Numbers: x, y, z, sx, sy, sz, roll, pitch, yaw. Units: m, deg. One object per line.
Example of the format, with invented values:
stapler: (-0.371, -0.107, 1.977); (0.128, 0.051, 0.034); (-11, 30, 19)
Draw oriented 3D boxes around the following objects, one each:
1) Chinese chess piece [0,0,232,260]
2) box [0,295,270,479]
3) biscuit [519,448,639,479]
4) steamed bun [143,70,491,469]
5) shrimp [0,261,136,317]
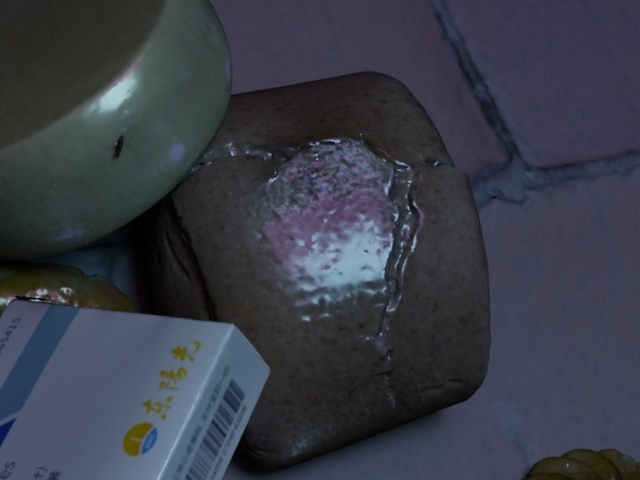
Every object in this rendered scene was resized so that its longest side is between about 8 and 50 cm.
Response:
Chinese chess piece: (-0.195, -0.106, 1.057); (0.273, 0.102, 0.273); (-19, 40, 16)
box: (-0.184, 0.196, 0.856); (0.200, 0.065, 0.343); (4, 55, 34)
biscuit: (0.208, 0.215, 1.092); (0.183, 0.061, 0.118); (-19, 64, -29)
steamed bun: (0.000, 0.000, 1.076); (0.251, 0.199, 0.301); (-8, 60, -24)
shrimp: (-0.257, 0.074, 1.023); (0.267, 0.061, 0.145); (13, 63, -14)
